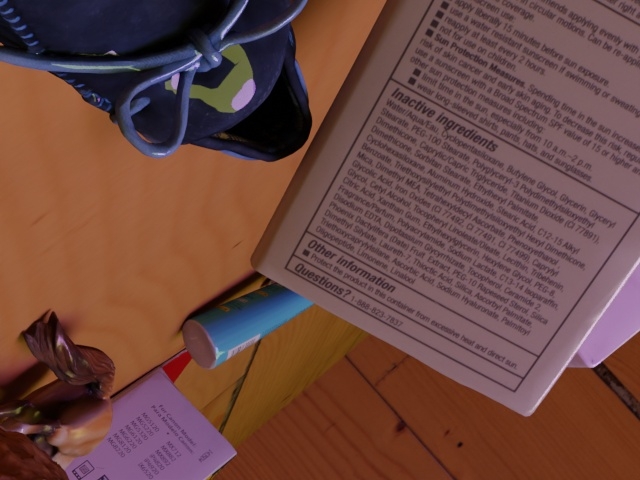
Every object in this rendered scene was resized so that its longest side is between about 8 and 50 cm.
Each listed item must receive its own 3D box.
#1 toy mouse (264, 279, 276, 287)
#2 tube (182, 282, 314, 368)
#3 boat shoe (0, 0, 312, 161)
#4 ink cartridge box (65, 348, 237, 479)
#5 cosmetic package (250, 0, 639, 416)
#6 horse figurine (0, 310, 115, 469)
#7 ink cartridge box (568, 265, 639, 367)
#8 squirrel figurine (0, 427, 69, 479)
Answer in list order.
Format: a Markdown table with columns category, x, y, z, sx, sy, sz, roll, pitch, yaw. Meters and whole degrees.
| category | x | y | z | sx | sy | sz | roll | pitch | yaw |
| --- | --- | --- | --- | --- | --- | --- | --- | --- | --- |
| toy mouse | -0.045 | 0.063 | 1.191 | 0.143 | 0.031 | 0.161 | -36 | 169 | -33 |
| tube | -0.043 | 0.064 | 1.071 | 0.207 | 0.052 | 0.080 | -26 | -165 | -37 |
| boat shoe | -0.043 | -0.083 | 0.378 | 0.109 | 0.089 | 0.258 | -44 | 171 | 11 |
| ink cartridge box | -0.229 | 0.283 | 1.144 | 0.272 | 0.130 | 0.309 | -34 | 168 | -43 |
| cosmetic package | 0.109 | -0.092 | 0.488 | 0.309 | 0.160 | 0.113 | -60 | -178 | 22 |
| horse figurine | -0.227 | 0.151 | 0.766 | 0.263 | 0.066 | 0.174 | -43 | 163 | 23 |
| ink cartridge box | 0.285 | 0.040 | 1.211 | 0.207 | 0.119 | 0.353 | -37 | 180 | -9 |
| squirrel figurine | -0.302 | 0.285 | 0.573 | 0.370 | 0.281 | 0.397 | -7 | 114 | -23 |
